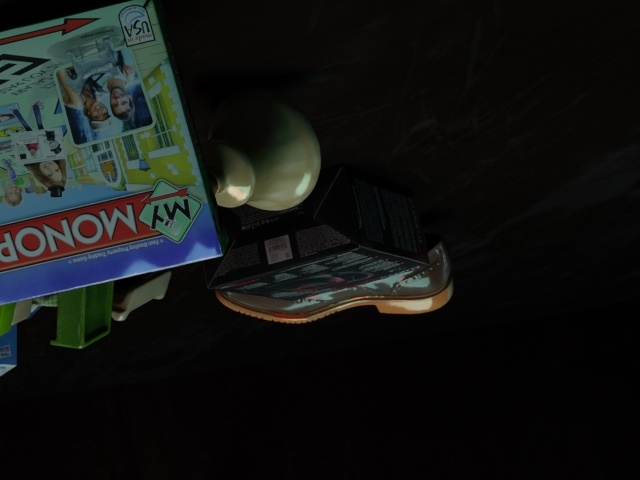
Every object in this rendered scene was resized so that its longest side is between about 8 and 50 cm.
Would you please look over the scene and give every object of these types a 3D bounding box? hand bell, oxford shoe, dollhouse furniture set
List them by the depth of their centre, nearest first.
[{"bbox_3d":[-0.111,-0.049,1.343,0.126,0.126,0.242,-19,-171,34],"label":"hand bell"},{"bbox_3d":[-0.323,0.017,1.846,0.197,0.151,0.301,7,-168,14],"label":"dollhouse furniture set"},{"bbox_3d":[0.017,0.035,2.233,0.363,0.130,0.133,-5,136,2],"label":"oxford shoe"}]

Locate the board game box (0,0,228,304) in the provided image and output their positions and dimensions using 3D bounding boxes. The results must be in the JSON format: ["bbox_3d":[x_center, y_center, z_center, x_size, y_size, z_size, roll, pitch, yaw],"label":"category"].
[{"bbox_3d":[-0.253,-0.058,1.161,0.317,0.213,0.046,-13,-163,6],"label":"board game box"}]

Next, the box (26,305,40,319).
[{"bbox_3d":[-0.456,0.081,2.095,0.136,0.036,0.225,-6,168,-26],"label":"box"}]

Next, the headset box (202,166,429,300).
[{"bbox_3d":[0.000,0.000,1.958,0.218,0.110,0.293,-16,168,22],"label":"headset box"}]

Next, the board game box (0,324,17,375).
[{"bbox_3d":[-0.615,0.158,2.077,0.302,0.086,0.308,4,163,-26],"label":"board game box"}]
